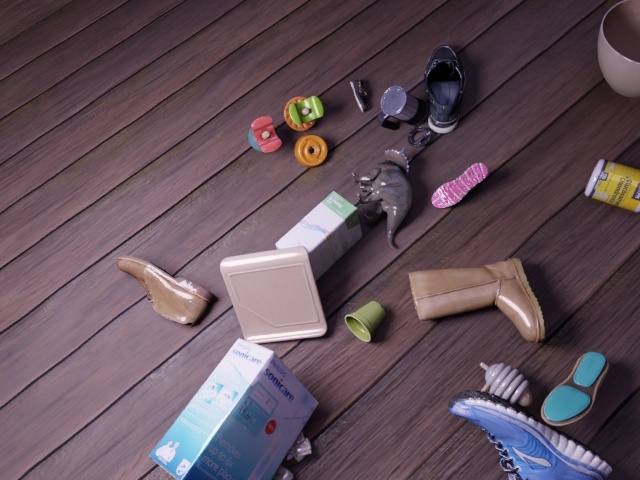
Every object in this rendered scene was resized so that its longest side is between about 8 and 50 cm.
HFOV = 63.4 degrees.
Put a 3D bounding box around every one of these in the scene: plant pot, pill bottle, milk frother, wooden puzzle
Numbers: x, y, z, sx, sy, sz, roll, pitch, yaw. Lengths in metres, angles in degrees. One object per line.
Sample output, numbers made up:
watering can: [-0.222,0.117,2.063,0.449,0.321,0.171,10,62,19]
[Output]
plant pot: [0.912,-0.515,1.455,0.284,0.191,0.284,-4,61,7]
plant pot: [0.117,0.191,1.274,0.083,0.083,0.079,38,62,25]
pill bottle: [0.784,-0.132,1.316,0.184,0.103,0.103,23,68,21]
milk frother: [0.255,-0.358,1.512,0.143,0.135,0.129,43,114,32]
wooden puzzle: [-0.111,0.135,1.272,0.221,0.238,0.044,-9,21,12]

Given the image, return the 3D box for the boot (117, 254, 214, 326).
boot: [-0.440,0.130,1.389,0.305,0.112,0.115,23,78,18]

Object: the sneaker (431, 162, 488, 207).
sneaker: [0.383,-0.145,1.421,0.170,0.075,0.063,-39,78,13]

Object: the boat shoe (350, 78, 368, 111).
boat shoe: [0.128,-0.462,1.643,0.042,0.049,0.133,-18,55,9]

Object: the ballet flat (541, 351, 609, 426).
ballet flat: [0.542,0.328,1.091,0.232,0.073,0.080,-32,37,-30]

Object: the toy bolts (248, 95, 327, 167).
toy bolts: [-0.102,-0.313,1.583,0.229,0.158,0.218,-19,100,-12]

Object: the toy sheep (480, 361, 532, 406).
toy sheep: [0.407,0.317,1.146,0.132,0.091,0.091,37,73,25]

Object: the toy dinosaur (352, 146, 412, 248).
toy dinosaur: [0.185,-0.136,1.415,0.160,0.121,0.313,-17,55,16]

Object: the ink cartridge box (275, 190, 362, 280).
ink cartridge box: [0.000,0.000,1.349,0.093,0.154,0.212,38,74,25]

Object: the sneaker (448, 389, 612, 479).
sneaker: [0.402,0.421,1.041,0.330,0.130,0.147,30,87,7]

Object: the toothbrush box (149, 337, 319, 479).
toothbrush box: [-0.168,0.394,1.092,0.126,0.216,0.295,8,50,43]

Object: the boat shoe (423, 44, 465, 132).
boat shoe: [0.378,-0.493,1.580,0.127,0.113,0.340,7,63,13]

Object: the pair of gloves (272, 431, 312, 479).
pair of gloves: [-0.082,0.540,1.128,0.204,0.042,0.240,-36,55,-4]

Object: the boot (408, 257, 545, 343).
boot: [0.367,0.159,1.244,0.270,0.089,0.236,-10,50,4]
